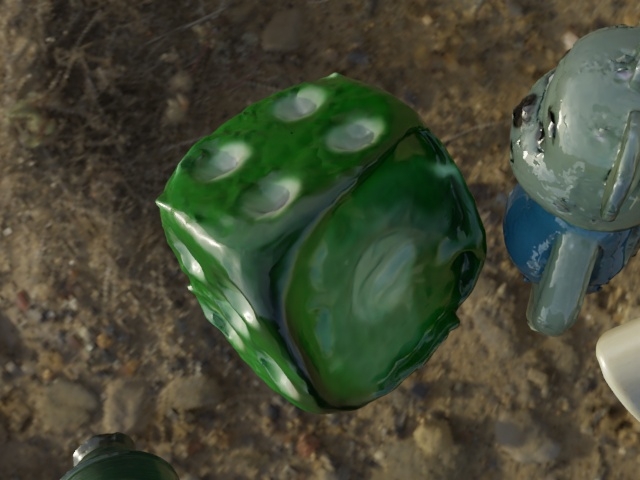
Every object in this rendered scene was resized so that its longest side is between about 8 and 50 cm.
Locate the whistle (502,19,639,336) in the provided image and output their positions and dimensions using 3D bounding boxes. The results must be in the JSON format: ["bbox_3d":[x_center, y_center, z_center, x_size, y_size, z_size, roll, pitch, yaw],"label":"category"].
[{"bbox_3d":[0.117,-0.019,0.516,0.077,0.114,0.236,13,155,7],"label":"whistle"}]

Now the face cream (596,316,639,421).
[{"bbox_3d":[0.376,0.036,0.777,0.348,0.173,0.081,-29,56,23],"label":"face cream"}]

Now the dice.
[{"bbox_3d":[0.000,0.000,0.586,0.120,0.128,0.131,32,154,47],"label":"dice"}]

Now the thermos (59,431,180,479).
[{"bbox_3d":[-0.085,0.165,0.540,0.073,0.188,0.083,-32,126,1],"label":"thermos"}]
